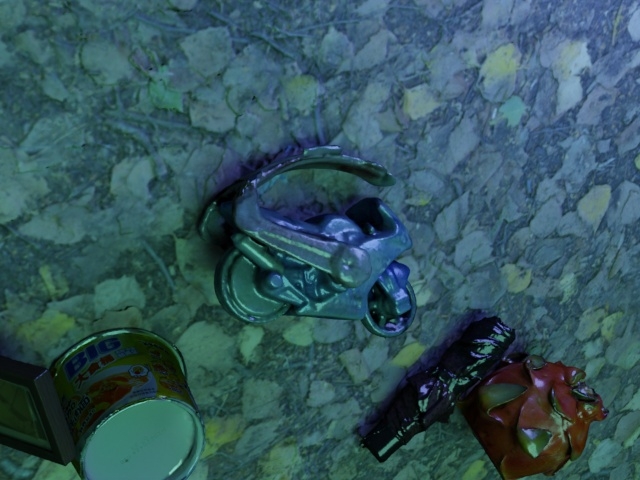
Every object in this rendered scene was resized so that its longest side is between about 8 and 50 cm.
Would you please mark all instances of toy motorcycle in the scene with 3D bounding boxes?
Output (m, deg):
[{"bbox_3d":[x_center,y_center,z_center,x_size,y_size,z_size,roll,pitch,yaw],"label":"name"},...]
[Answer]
[{"bbox_3d":[0.012,0.002,1.015,0.319,0.182,0.241,9,106,-31],"label":"toy motorcycle"}]

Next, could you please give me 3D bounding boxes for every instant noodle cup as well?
[{"bbox_3d":[-0.249,0.237,0.991,0.205,0.153,0.204,-12,118,-24],"label":"instant noodle cup"}]

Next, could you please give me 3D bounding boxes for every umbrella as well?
[{"bbox_3d":[0.198,0.250,1.292,0.326,0.090,0.094,-42,147,-8],"label":"umbrella"}]

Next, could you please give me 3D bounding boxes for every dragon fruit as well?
[{"bbox_3d":[0.369,0.305,1.345,0.227,0.224,0.224,-40,126,-2],"label":"dragon fruit"}]

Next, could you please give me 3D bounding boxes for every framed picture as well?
[{"bbox_3d":[-0.371,0.192,0.898,0.023,0.169,0.127,-44,134,-50],"label":"framed picture"}]
